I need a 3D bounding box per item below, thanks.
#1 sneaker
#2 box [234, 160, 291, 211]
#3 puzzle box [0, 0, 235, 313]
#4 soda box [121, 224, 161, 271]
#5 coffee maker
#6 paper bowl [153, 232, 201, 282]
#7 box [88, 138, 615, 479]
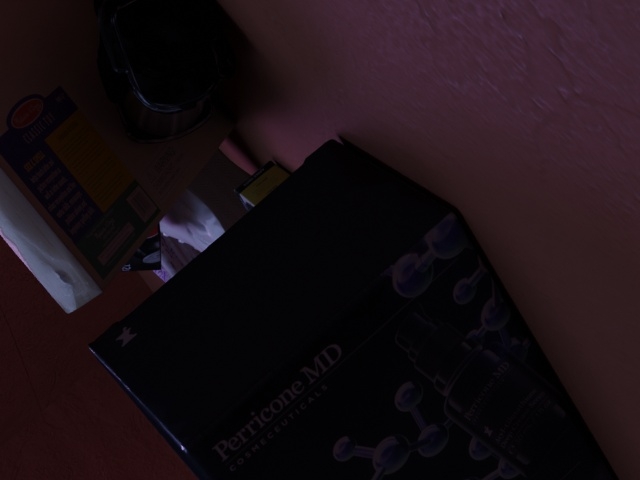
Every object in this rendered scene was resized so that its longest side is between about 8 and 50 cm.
[{"bbox_3d":[-0.150,-0.029,1.895,0.169,0.108,0.292,-12,127,46],"label":"sneaker"},{"bbox_3d":[0.000,0.000,1.686,0.232,0.058,0.087,38,164,49],"label":"box"},{"bbox_3d":[-0.244,-0.133,1.590,0.272,0.052,0.409,52,-152,-12],"label":"puzzle box"},{"bbox_3d":[-0.208,-0.039,1.772,0.169,0.053,0.060,91,175,-50],"label":"soda box"},{"bbox_3d":[-0.167,-0.186,1.517,0.171,0.120,0.178,46,168,0],"label":"coffee maker"},{"bbox_3d":[-0.225,-0.077,2.139,0.284,0.148,0.284,48,170,12],"label":"paper bowl"},{"bbox_3d":[0.041,0.164,1.435,0.212,0.293,0.395,35,164,54],"label":"box"}]
